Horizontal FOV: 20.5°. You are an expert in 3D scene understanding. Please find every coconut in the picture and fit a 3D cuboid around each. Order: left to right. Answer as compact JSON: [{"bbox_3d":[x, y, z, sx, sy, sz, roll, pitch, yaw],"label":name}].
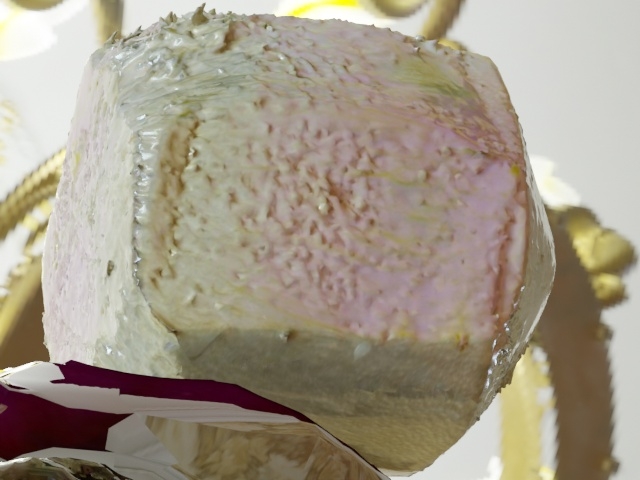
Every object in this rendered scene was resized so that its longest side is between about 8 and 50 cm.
[{"bbox_3d":[0.000,0.000,0.873,0.245,0.233,0.233,4,-84,-21],"label":"coconut"}]

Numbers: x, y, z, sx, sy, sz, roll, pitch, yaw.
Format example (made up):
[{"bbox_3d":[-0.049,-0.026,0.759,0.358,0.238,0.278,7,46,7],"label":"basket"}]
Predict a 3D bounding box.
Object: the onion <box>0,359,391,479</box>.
[{"bbox_3d":[-0.074,0.166,0.493,0.348,0.347,0.385,-25,-26,-29],"label":"onion"}]
